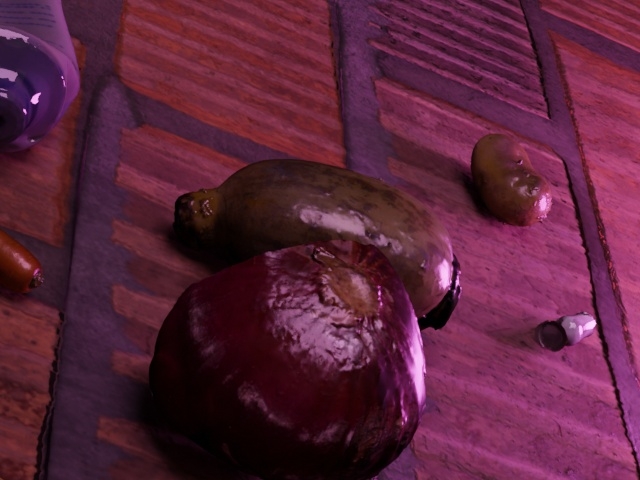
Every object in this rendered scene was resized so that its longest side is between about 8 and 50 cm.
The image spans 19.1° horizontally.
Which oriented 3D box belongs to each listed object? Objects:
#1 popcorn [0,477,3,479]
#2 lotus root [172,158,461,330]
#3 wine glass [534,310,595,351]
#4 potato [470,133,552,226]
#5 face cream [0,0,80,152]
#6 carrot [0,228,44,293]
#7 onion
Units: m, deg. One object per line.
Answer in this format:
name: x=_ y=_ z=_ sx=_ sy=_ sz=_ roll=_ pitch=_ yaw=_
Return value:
popcorn: x=-0.286 y=0.277 z=1.212 sx=0.293 sy=0.292 sz=0.334 roll=59 pitch=7 yaw=-77
lotus root: x=0.000 y=0.000 z=1.980 sx=0.309 sy=0.173 sz=0.173 roll=17 pitch=34 yaw=-11
wine glass: x=0.284 y=0.103 z=2.192 sx=0.083 sy=0.042 sz=0.039 roll=-17 pitch=94 yaw=-54
potato: x=0.234 y=-0.071 z=2.350 sx=0.091 sy=0.070 sz=0.138 roll=9 pitch=37 yaw=-31
face cream: x=-0.363 y=-0.233 z=2.026 sx=0.234 sy=0.137 sz=0.420 roll=15 pitch=27 yaw=-24
carrot: x=-0.357 y=-0.032 z=1.809 sx=0.248 sy=0.043 sz=0.043 roll=40 pitch=32 yaw=15
onion: x=-0.030 y=0.127 z=1.725 sx=0.206 sy=0.216 sz=0.207 roll=-4 pitch=54 yaw=-39
